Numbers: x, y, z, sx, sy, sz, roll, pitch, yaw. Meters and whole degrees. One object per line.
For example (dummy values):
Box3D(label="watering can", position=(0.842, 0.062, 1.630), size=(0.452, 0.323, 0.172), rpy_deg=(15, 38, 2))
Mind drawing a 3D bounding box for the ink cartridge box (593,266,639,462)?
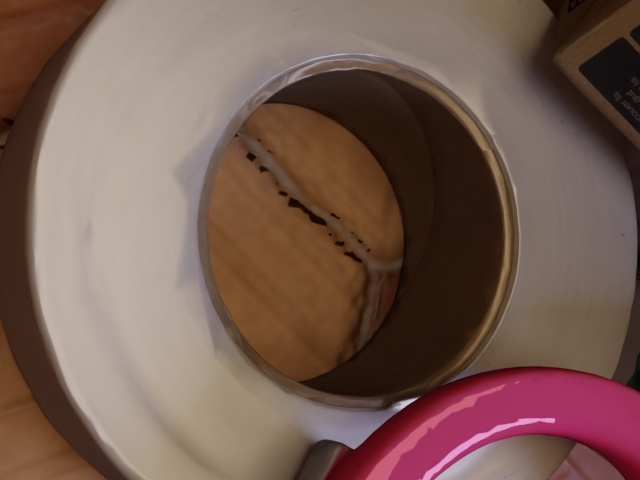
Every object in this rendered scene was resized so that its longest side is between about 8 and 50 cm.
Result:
Box3D(label="ink cartridge box", position=(0.236, 0.088, 0.565), size=(0.160, 0.219, 0.092), rpy_deg=(6, 103, -23))

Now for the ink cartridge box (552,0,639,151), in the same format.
Box3D(label="ink cartridge box", position=(0.216, -0.104, 0.584), size=(0.193, 0.088, 0.234), rpy_deg=(42, 37, -17))

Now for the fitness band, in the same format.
Box3D(label="fitness band", position=(0.062, 0.189, 0.454), size=(0.209, 0.054, 0.290), rpy_deg=(27, 78, -12))

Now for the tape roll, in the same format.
Box3D(label="tape roll", position=(0.000, 0.000, 0.534), size=(0.286, 0.100, 0.286), rpy_deg=(2, 86, -24))
